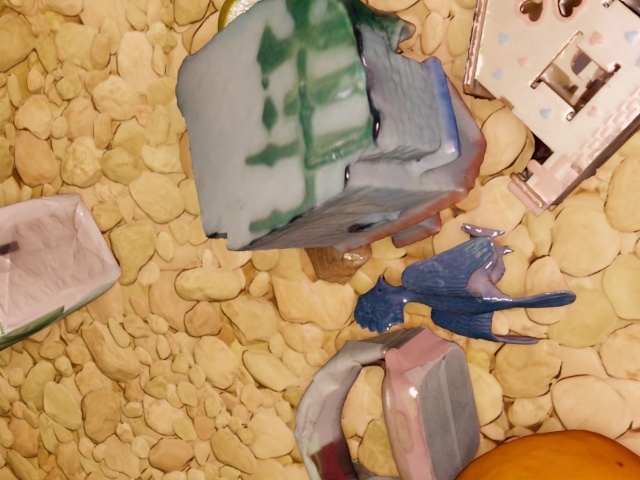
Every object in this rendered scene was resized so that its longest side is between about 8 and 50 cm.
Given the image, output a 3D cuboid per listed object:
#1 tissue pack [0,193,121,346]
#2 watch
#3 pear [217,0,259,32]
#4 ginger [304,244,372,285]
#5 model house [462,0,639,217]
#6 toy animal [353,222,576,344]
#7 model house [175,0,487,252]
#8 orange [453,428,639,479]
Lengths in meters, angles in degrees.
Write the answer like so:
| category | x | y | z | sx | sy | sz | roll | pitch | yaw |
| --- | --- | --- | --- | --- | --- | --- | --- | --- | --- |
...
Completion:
| category | x | y | z | sx | sy | sz | roll | pitch | yaw |
| --- | --- | --- | --- | --- | --- | --- | --- | --- | --- |
| tissue pack | -0.532 | 0.083 | 1.220 | 0.356 | 0.266 | 0.194 | -24 | 94 | 28 |
| watch | 0.078 | 0.249 | 1.076 | 0.241 | 0.161 | 0.254 | -5 | 100 | 38 |
| pear | -0.062 | -0.265 | 1.002 | 0.140 | 0.104 | 0.141 | 1 | 116 | 2 |
| ginger | 0.001 | 0.009 | 1.076 | 0.165 | 0.067 | 0.096 | 12 | 110 | 35 |
| model house | 0.274 | -0.222 | 0.841 | 0.244 | 0.169 | 0.326 | 46 | 116 | 14 |
| toy animal | 0.173 | 0.069 | 0.961 | 0.255 | 0.239 | 0.176 | 19 | 75 | 38 |
| model house | 0.055 | -0.114 | 0.902 | 0.294 | 0.329 | 0.252 | -26 | 65 | 41 |
| orange | 0.282 | 0.375 | 0.917 | 0.311 | 0.312 | 0.312 | 7 | 107 | 22 |
